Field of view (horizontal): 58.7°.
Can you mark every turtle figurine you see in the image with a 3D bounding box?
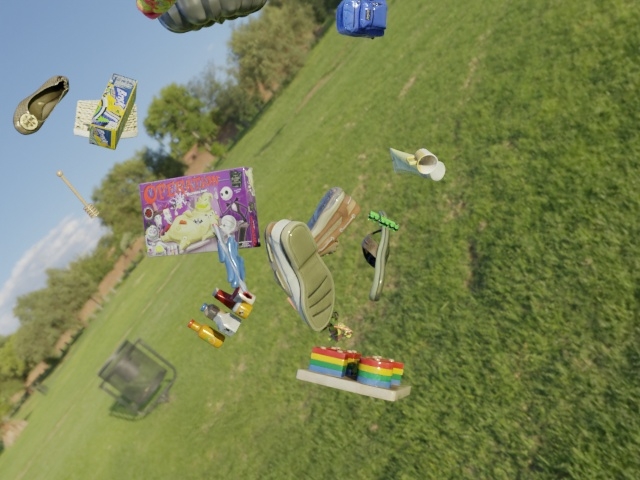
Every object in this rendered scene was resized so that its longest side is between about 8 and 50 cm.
[{"bbox_3d":[0.011,0.283,2.059,0.087,0.269,0.217,-60,-20,-23],"label":"turtle figurine"}]

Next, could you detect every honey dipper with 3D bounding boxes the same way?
[{"bbox_3d":[-0.696,-0.132,1.621,0.030,0.161,0.030,-27,27,15],"label":"honey dipper"}]

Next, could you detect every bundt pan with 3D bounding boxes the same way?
[{"bbox_3d":[-0.283,-0.627,1.476,0.330,0.124,0.331,-14,19,5],"label":"bundt pan"}]

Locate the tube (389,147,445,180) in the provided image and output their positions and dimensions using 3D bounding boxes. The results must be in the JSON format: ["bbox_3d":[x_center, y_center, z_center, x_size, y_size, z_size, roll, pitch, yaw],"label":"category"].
[{"bbox_3d":[0.305,-0.246,1.854,0.240,0.062,0.070,26,96,56],"label":"tube"}]

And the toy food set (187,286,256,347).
[{"bbox_3d":[-0.254,0.181,1.470,0.232,0.104,0.111,-46,14,51],"label":"toy food set"}]

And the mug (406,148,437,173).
[{"bbox_3d":[0.297,-0.240,1.661,0.062,0.078,0.064,-55,27,24],"label":"mug"}]

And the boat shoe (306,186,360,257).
[{"bbox_3d":[0.000,0.000,1.658,0.324,0.116,0.123,-53,18,23],"label":"boat shoe"}]

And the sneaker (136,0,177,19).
[{"bbox_3d":[-0.303,-0.464,1.051,0.094,0.081,0.208,-53,8,-5],"label":"sneaker"}]

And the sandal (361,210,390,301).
[{"bbox_3d":[0.159,0.035,1.691,0.120,0.086,0.303,80,-161,-56],"label":"sandal"}]

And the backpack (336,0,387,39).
[{"bbox_3d":[0.104,-0.568,1.438,0.101,0.120,0.098,-153,63,-70],"label":"backpack"}]

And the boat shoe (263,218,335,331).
[{"bbox_3d":[-0.051,0.081,1.375,0.103,0.303,0.113,12,37,42],"label":"boat shoe"}]

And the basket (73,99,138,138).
[{"bbox_3d":[-0.632,-0.360,1.686,0.167,0.113,0.103,-38,-43,-69],"label":"basket"}]

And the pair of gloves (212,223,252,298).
[{"bbox_3d":[-0.198,0.047,1.294,0.023,0.159,0.198,-21,-21,1],"label":"pair of gloves"}]

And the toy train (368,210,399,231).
[{"bbox_3d":[0.154,-0.047,1.385,0.017,0.083,0.024,123,169,-45],"label":"toy train"}]

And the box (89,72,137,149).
[{"bbox_3d":[-0.429,-0.268,1.180,0.059,0.054,0.169,118,162,-48],"label":"box"}]

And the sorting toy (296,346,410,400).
[{"bbox_3d":[0.101,0.344,1.510,0.257,0.255,0.090,32,-112,-69],"label":"sorting toy"}]

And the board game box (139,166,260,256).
[{"bbox_3d":[-0.326,-0.069,1.511,0.346,0.208,0.056,-6,-2,26],"label":"board game box"}]

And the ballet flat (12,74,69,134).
[{"bbox_3d":[-0.811,-0.405,1.671,0.058,0.084,0.250,-9,43,31],"label":"ballet flat"}]
